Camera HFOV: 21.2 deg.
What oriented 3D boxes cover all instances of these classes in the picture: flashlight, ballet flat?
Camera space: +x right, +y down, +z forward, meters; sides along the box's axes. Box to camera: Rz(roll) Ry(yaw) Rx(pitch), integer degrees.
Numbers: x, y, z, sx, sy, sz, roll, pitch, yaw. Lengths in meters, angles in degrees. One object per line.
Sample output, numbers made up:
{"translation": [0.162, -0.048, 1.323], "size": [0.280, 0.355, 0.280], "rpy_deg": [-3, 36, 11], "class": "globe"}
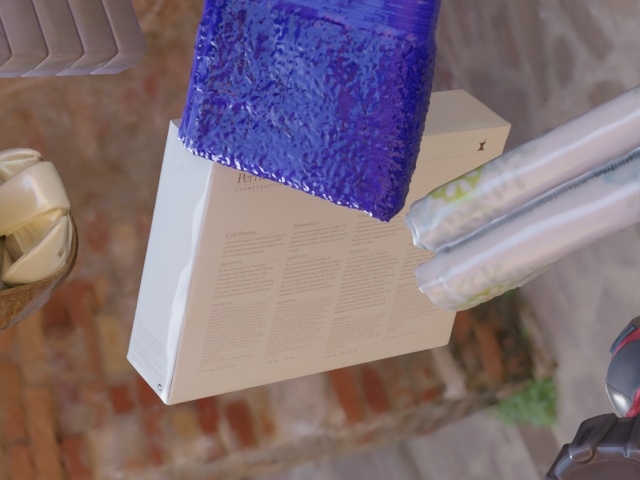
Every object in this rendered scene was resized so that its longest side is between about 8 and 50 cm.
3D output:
{"translation": [0.230, 0.129, 1.224], "size": [0.103, 0.103, 0.304], "rpy_deg": [44, -155, 8], "class": "flashlight"}
{"translation": [-0.225, -0.005, 0.996], "size": [0.342, 0.124, 0.116], "rpy_deg": [-11, -107, -58], "class": "ballet flat"}

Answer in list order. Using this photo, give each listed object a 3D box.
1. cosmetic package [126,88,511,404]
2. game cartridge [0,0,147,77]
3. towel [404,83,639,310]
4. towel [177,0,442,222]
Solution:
{"translation": [0.000, 0.000, 1.783], "size": [0.097, 0.377, 0.284], "rpy_deg": [44, 130, 40], "class": "cosmetic package"}
{"translation": [-0.281, -0.298, 1.373], "size": [0.068, 0.230, 0.355], "rpy_deg": [-25, 79, 35], "class": "game cartridge"}
{"translation": [0.250, -0.067, 1.175], "size": [0.090, 0.374, 0.320], "rpy_deg": [63, -165, 2], "class": "towel"}
{"translation": [-0.008, -0.187, 1.405], "size": [0.227, 0.076, 0.308], "rpy_deg": [20, 113, 26], "class": "towel"}
